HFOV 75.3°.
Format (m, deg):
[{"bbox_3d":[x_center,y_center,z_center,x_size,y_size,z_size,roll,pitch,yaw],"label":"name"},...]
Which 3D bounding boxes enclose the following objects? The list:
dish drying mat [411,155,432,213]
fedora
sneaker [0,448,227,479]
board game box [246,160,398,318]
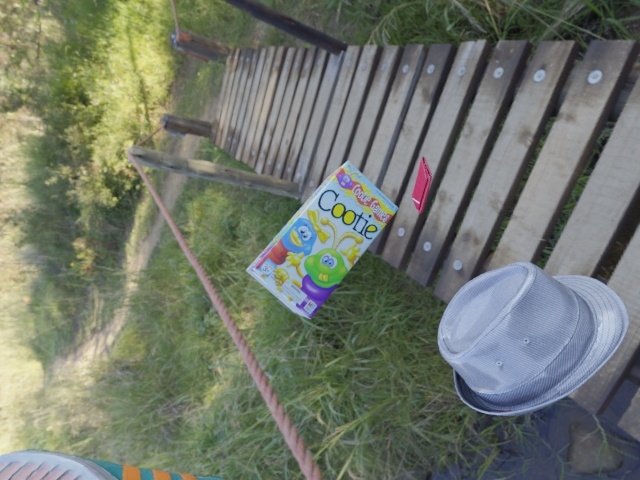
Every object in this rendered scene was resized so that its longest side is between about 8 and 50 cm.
[{"bbox_3d":[0.126,-0.067,0.520,0.083,0.008,0.032,80,178,-63],"label":"dish drying mat"},{"bbox_3d":[0.286,0.125,0.633,0.275,0.124,0.244,-45,13,22],"label":"fedora"},{"bbox_3d":[-0.150,0.258,0.361,0.121,0.302,0.108,92,-166,-69],"label":"sneaker"},{"bbox_3d":[0.000,0.000,0.830,0.275,0.144,0.142,-50,8,-14],"label":"board game box"}]
